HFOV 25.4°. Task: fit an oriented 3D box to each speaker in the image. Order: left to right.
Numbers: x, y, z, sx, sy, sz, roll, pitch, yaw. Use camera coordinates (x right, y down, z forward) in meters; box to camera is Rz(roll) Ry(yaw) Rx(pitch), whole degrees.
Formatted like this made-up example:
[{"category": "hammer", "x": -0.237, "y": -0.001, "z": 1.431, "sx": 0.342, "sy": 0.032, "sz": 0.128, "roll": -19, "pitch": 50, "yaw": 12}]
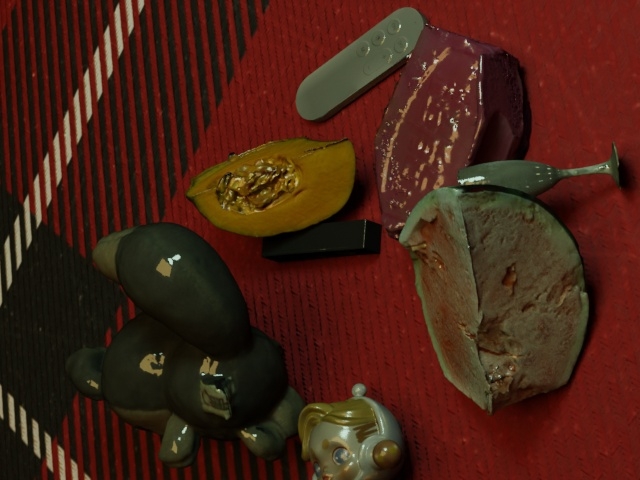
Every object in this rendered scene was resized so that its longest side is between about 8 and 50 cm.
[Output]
[{"category": "speaker", "x": 0.000, "y": 0.000, "z": 2.048, "sx": 0.191, "sy": 0.040, "sz": 0.046, "roll": -5, "pitch": 74, "yaw": 39}]

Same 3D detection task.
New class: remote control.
[{"category": "remote control", "x": 0.059, "y": -0.253, "z": 2.070, "sx": 0.245, "sy": 0.022, "sz": 0.077, "roll": -33, "pitch": 59, "yaw": 29}]

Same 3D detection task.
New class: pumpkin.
[{"category": "pumpkin", "x": -0.050, "y": -0.089, "z": 2.084, "sx": 0.278, "sy": 0.163, "sz": 0.111, "roll": -19, "pitch": 111, "yaw": 20}]

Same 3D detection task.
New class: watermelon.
[{"category": "watermelon", "x": 0.206, "y": 0.046, "z": 1.735, "sx": 0.224, "sy": 0.180, "sz": 0.305, "roll": -4, "pitch": 116, "yaw": 19}]

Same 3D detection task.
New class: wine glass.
[{"category": "wine glass", "x": 0.270, "y": -0.078, "z": 1.767, "sx": 0.198, "sy": 0.066, "sz": 0.066, "roll": -8, "pitch": 72, "yaw": 7}]

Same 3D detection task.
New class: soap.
[{"category": "soap", "x": 0.169, "y": -0.126, "z": 1.895, "sx": 0.182, "sy": 0.112, "sz": 0.289, "roll": 28, "pitch": 99, "yaw": 43}]

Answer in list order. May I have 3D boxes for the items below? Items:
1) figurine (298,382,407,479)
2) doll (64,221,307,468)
[{"category": "figurine", "x": 0.077, "y": 0.324, "z": 1.859, "sx": 0.274, "sy": 0.133, "sz": 0.194, "roll": 47, "pitch": 133, "yaw": 30}, {"category": "doll", "x": -0.197, "y": 0.122, "z": 2.017, "sx": 0.382, "sy": 0.252, "sz": 0.378, "roll": 13, "pitch": 118, "yaw": 44}]
